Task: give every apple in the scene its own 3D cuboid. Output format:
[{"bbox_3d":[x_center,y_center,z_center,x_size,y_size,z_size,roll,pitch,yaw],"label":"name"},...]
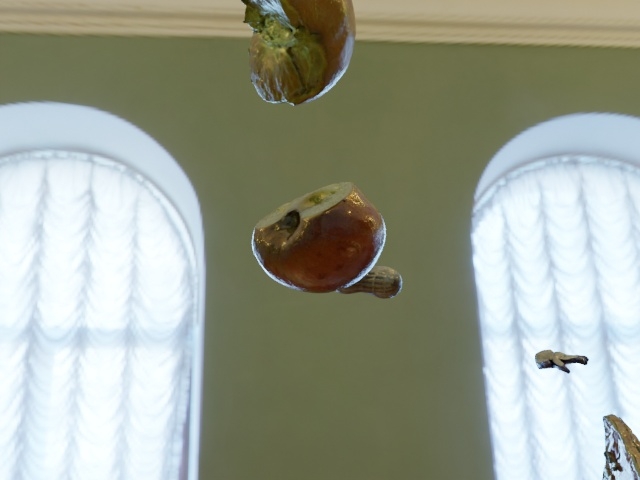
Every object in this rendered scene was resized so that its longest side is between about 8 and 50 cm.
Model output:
[{"bbox_3d":[0.000,0.000,1.304,0.195,0.160,0.173,-17,0,35],"label":"apple"}]

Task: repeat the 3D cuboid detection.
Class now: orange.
[{"bbox_3d":[-0.031,-0.315,1.232,0.159,0.179,0.237,-24,-53,-15],"label":"orange"}]

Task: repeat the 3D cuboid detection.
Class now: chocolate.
[{"bbox_3d":[0.088,0.081,1.792,0.167,0.072,0.072,7,-20,18],"label":"chocolate"}]

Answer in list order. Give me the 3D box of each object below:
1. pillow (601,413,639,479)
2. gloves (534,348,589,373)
[{"bbox_3d":[0.310,0.304,0.878,0.043,0.126,0.232,0,-66,4],"label":"pillow"},{"bbox_3d":[0.352,0.179,1.261,0.064,0.026,0.086,-11,6,-39],"label":"gloves"}]
